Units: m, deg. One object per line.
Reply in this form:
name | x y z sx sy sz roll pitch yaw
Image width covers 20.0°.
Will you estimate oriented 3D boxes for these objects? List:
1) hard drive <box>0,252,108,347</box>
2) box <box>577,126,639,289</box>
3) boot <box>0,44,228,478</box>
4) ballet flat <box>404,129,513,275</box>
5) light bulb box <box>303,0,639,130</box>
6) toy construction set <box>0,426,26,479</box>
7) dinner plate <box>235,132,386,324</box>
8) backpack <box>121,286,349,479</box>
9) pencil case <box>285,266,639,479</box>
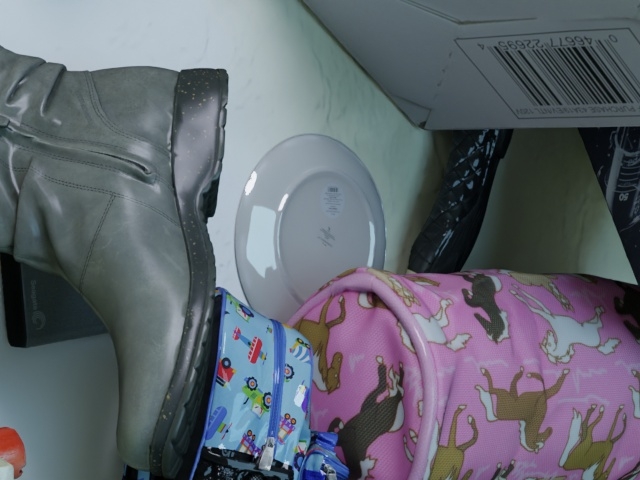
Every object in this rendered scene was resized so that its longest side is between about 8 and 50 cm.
hard drive | -0.127 0.006 1.053 0.135 0.022 0.094 -9 97 -45
box | 0.364 -0.113 1.245 0.179 0.343 0.312 36 28 -40
boot | -0.134 0.006 0.941 0.161 0.083 0.246 4 59 -5
ballet flat | 0.091 -0.030 1.270 0.057 0.049 0.173 54 55 -65
light bulb box | 0.203 -0.279 1.148 0.225 0.358 0.361 45 61 -38
toy construction set | -0.261 0.085 0.826 0.327 0.151 0.215 -5 70 -53
dinner plate | 0.000 0.000 1.187 0.141 0.017 0.141 1 88 -46
backpack | -0.050 0.119 1.029 0.117 0.158 0.173 15 78 -13
pencil case | 0.135 0.110 1.229 0.386 0.160 0.167 6 48 -45
